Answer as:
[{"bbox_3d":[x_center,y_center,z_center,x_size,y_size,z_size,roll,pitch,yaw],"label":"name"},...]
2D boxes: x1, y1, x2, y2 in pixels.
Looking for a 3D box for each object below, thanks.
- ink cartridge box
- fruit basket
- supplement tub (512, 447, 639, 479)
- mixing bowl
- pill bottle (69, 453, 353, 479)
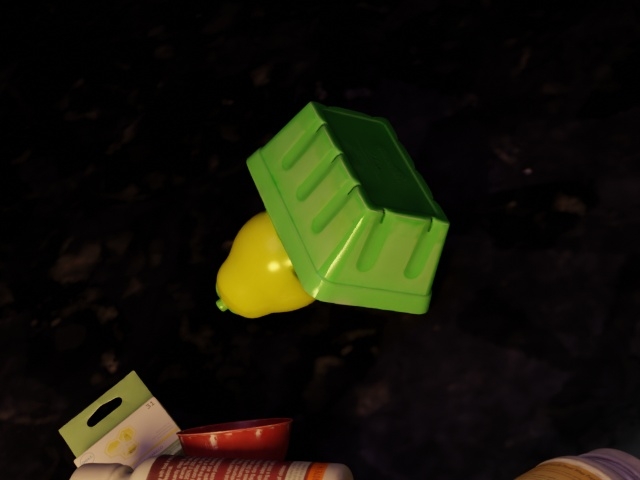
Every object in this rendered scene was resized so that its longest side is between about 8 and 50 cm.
[{"bbox_3d":[-0.330,0.324,2.146,0.171,0.056,0.235,-38,50,-9],"label":"ink cartridge box"},{"bbox_3d":[0.000,0.000,2.184,0.392,0.283,0.392,-21,65,54],"label":"fruit basket"},{"bbox_3d":[0.288,0.408,1.632,0.316,0.228,0.228,-20,39,-36],"label":"supplement tub"},{"bbox_3d":[-0.126,0.332,1.996,0.181,0.181,0.098,-8,87,17],"label":"mixing bowl"},{"bbox_3d":[-0.155,0.419,1.839,0.392,0.224,0.224,1,53,11],"label":"pill bottle"}]
